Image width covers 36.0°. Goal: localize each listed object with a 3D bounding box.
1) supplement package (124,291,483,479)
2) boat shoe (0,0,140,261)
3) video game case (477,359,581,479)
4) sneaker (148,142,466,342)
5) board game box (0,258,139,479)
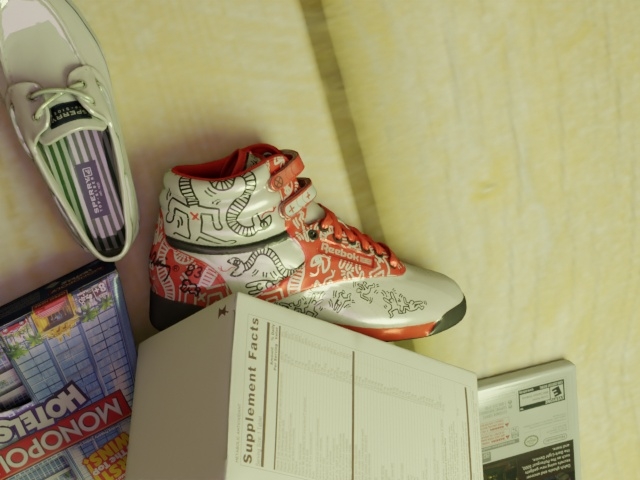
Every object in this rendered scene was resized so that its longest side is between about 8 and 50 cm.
[{"bbox_3d":[-0.008,0.150,0.747,0.244,0.134,0.139,22,55,-34],"label":"supplement package"},{"bbox_3d":[-0.180,-0.091,0.716,0.083,0.076,0.226,-26,109,-10],"label":"boat shoe"},{"bbox_3d":[0.158,0.213,0.928,0.190,0.022,0.173,-11,106,-16],"label":"video game case"},{"bbox_3d":[0.000,0.000,0.788,0.270,0.090,0.145,1,105,-15],"label":"sneaker"},{"bbox_3d":[-0.208,0.141,0.773,0.194,0.060,0.194,-27,109,-10],"label":"board game box"}]
